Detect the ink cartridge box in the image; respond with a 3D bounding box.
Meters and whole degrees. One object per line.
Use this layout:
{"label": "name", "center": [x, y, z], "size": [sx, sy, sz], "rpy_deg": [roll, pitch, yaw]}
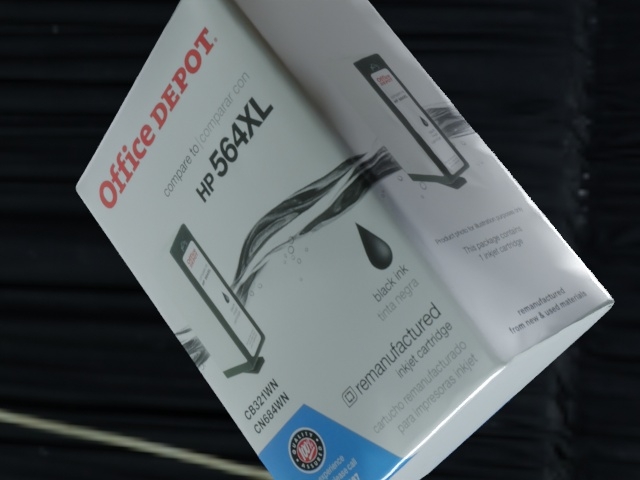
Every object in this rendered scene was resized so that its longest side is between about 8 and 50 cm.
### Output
{"label": "ink cartridge box", "center": [0.000, 0.000, 0.574], "size": [0.086, 0.203, 0.148], "rpy_deg": [-21, 156, -46]}
